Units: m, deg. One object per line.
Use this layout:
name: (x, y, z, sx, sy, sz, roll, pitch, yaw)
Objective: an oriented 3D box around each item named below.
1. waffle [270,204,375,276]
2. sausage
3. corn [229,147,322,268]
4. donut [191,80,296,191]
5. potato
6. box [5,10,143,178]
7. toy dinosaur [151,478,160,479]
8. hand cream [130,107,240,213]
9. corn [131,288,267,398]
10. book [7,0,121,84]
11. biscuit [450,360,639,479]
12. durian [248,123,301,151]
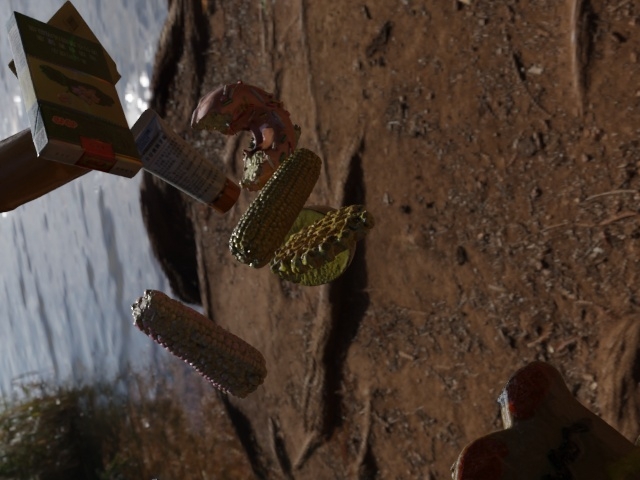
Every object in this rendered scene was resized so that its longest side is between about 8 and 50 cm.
waffle: (0.004, -0.002, 1.106, 0.191, 0.191, 0.038, -9, 116, 55)
sausage: (-0.473, -0.121, 1.106, 0.112, 0.328, 0.112, 60, 172, 13)
corn: (-0.081, -0.064, 1.294, 0.091, 0.260, 0.091, 36, 154, -14)
donut: (-0.137, -0.227, 1.415, 0.233, 0.199, 0.085, 49, 141, -11)
potato: (0.001, -0.006, 1.519, 0.204, 0.158, 0.178, -29, 93, 35)
box: (-0.320, -0.188, 0.889, 0.034, 0.132, 0.235, -41, 58, 27)
toy dinosaur: (-0.242, 0.585, 0.983, 0.383, 0.130, 0.330, 43, 121, 60)
hand cream: (-0.345, -0.177, 1.700, 0.139, 0.314, 0.089, -50, 31, 2)
corn: (-0.263, 0.225, 1.524, 0.335, 0.126, 0.127, 41, 149, -18)
book: (-0.442, -0.300, 1.214, 0.013, 0.192, 0.168, -3, 137, 29)
biscuit: (0.474, 0.407, 1.214, 0.394, 0.368, 0.076, 33, 153, 18)
durian: (-0.121, -0.234, 1.653, 0.096, 0.220, 0.137, 28, 107, 4)
